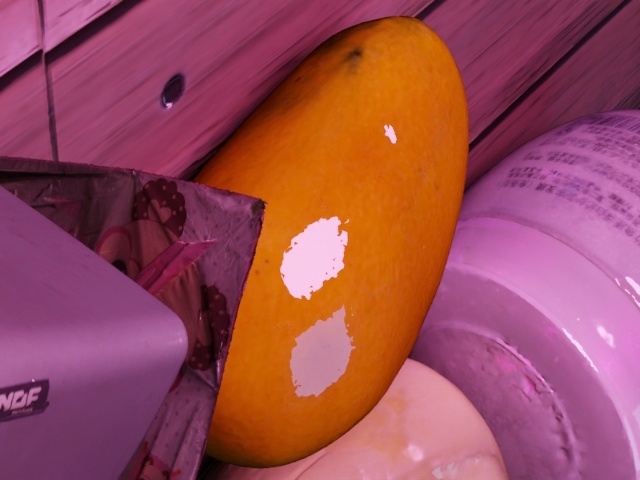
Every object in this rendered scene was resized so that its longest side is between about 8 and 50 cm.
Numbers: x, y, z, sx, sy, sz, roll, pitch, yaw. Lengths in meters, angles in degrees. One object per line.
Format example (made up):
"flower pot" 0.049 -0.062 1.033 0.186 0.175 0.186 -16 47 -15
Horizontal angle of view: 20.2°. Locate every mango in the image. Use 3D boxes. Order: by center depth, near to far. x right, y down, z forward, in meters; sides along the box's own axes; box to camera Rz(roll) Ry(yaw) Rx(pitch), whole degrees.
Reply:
"mango" -0.002 0.006 0.958 0.254 0.139 0.175 -55 164 -25

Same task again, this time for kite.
"kite" -0.108 0.057 0.741 0.250 0.229 0.012 -38 147 29

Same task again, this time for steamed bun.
"steamed bun" -0.001 0.195 1.161 0.232 0.166 0.273 -31 143 -21

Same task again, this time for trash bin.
"trash bin" -0.169 0.033 0.611 0.101 0.176 0.236 -62 159 13

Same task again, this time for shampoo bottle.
"shampoo bottle" 0.196 0.060 1.244 0.266 0.273 0.273 -34 147 -31
